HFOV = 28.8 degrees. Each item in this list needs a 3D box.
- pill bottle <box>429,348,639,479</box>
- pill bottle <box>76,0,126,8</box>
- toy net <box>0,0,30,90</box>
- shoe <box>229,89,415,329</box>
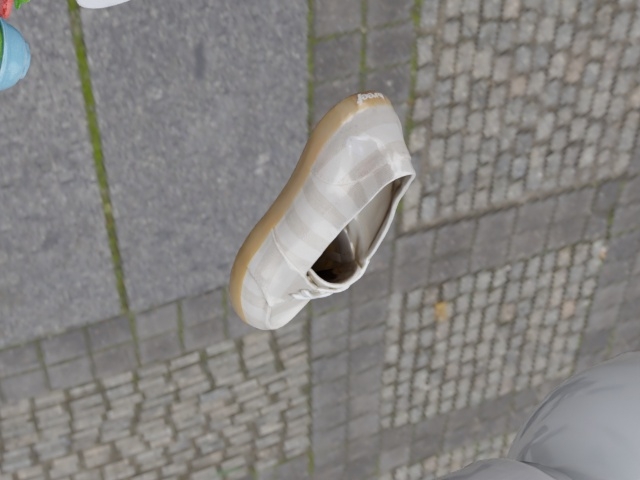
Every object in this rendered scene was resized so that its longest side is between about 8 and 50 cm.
[{"bbox_3d":[0.171,0.110,0.442,0.302,0.169,0.169,-12,140,-27],"label":"pill bottle"},{"bbox_3d":[-0.257,-0.403,1.321,0.160,0.283,0.160,-26,177,-2],"label":"pill bottle"},{"bbox_3d":[-0.317,-0.166,1.115,0.045,0.122,0.232,6,167,-35],"label":"toy net"},{"bbox_3d":[0.000,0.000,0.779,0.077,0.058,0.219,-23,156,-35],"label":"shoe"}]
